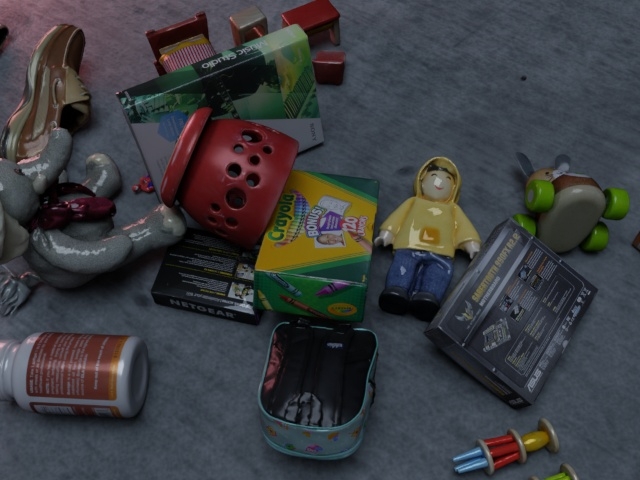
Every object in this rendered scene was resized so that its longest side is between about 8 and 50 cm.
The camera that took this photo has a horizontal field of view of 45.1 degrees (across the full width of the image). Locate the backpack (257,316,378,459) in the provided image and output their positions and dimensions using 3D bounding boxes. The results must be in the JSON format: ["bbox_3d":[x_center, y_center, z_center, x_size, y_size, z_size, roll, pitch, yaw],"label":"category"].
[{"bbox_3d":[-0.006,0.220,1.093,0.166,0.144,0.188,8,34,5],"label":"backpack"}]

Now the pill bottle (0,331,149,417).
[{"bbox_3d":[-0.374,0.197,1.143,0.216,0.121,0.121,3,59,3],"label":"pill bottle"}]

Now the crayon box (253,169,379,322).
[{"bbox_3d":[0.000,0.000,1.216,0.166,0.081,0.278,7,38,3],"label":"crayon box"}]

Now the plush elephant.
[{"bbox_3d":[-0.434,-0.058,1.208,0.330,0.255,0.272,-38,52,-13],"label":"plush elephant"}]

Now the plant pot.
[{"bbox_3d":[-0.147,-0.102,1.211,0.174,0.191,0.191,22,61,-7],"label":"plant pot"}]

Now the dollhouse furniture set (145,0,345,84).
[{"bbox_3d":[-0.109,-0.339,1.437,0.374,0.152,0.201,-26,61,-13],"label":"dollhouse furniture set"}]

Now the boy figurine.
[{"bbox_3d":[0.184,-0.009,1.266,0.177,0.092,0.285,13,63,13],"label":"boy figurine"}]

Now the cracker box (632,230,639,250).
[{"bbox_3d":[0.657,-0.016,1.264,0.232,0.067,0.155,-32,64,-15],"label":"cracker box"}]

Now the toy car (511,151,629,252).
[{"bbox_3d":[0.394,-0.088,1.285,0.155,0.148,0.188,5,47,-9],"label":"toy car"}]

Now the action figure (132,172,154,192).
[{"bbox_3d":[-0.286,-0.118,1.385,0.115,0.030,0.038,-32,68,-14],"label":"action figure"}]

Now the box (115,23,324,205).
[{"bbox_3d":[-0.156,-0.206,1.311,0.322,0.232,0.058,-26,50,-13],"label":"box"}]

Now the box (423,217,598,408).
[{"bbox_3d":[0.292,0.108,1.174,0.183,0.056,0.231,39,66,-1],"label":"box"}]

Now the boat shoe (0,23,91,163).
[{"bbox_3d":[-0.482,-0.249,1.428,0.120,0.122,0.323,10,68,2],"label":"boat shoe"}]

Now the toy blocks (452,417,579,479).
[{"bbox_3d":[0.271,0.327,1.079,0.148,0.054,0.123,-16,59,-8],"label":"toy blocks"}]

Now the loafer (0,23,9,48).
[{"bbox_3d":[-0.679,-0.338,1.497,0.084,0.096,0.267,3,57,-3],"label":"loafer"}]

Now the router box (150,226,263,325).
[{"bbox_3d":[-0.171,0.055,1.264,0.179,0.046,0.133,12,60,8],"label":"router box"}]
